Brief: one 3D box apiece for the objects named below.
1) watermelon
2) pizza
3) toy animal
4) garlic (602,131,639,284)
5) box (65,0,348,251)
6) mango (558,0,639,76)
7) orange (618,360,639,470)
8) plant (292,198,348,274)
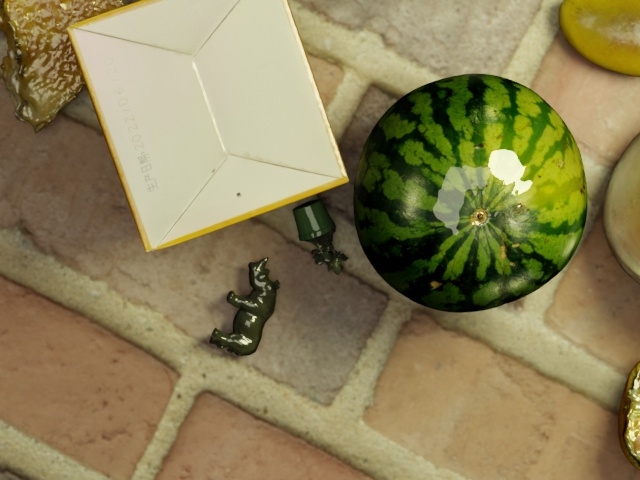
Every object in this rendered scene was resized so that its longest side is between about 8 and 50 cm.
[{"bbox_3d":[0.180,-0.056,1.808,0.285,0.285,0.285,0,94,4],"label":"watermelon"},{"bbox_3d":[-0.344,-0.289,1.936,0.189,0.071,0.297,-8,97,-13],"label":"pizza"},{"bbox_3d":[-0.092,0.084,1.953,0.065,0.047,0.136,21,93,-3],"label":"toy animal"},{"bbox_3d":[0.471,-0.093,1.812,0.231,0.246,0.340,18,106,16],"label":"garlic"},{"bbox_3d":[-0.135,-0.166,1.842,0.259,0.214,0.283,-19,99,-3],"label":"box"},{"bbox_3d":[0.374,-0.262,1.883,0.161,0.076,0.103,17,99,6],"label":"mango"},{"bbox_3d":[0.438,0.218,1.891,0.170,0.112,0.160,-23,80,-18],"label":"orange"},{"bbox_3d":[0.000,0.000,1.940,0.051,0.051,0.102,-22,98,5],"label":"plant"}]
